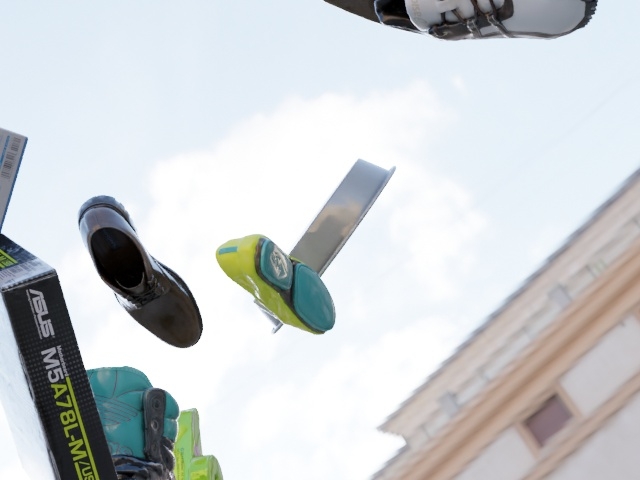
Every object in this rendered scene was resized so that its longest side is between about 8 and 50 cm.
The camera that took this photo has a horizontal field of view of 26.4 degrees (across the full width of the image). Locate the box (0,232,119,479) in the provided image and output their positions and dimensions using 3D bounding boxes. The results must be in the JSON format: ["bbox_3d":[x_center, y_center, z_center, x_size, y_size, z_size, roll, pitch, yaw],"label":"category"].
[{"bbox_3d":[-0.196,0.097,0.946,0.045,0.191,0.184,-21,-75,-20],"label":"box"}]

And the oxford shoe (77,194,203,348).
[{"bbox_3d":[-0.219,0.057,1.646,0.083,0.096,0.227,-35,-64,6],"label":"oxford shoe"}]

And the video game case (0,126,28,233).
[{"bbox_3d":[-0.331,-0.054,1.108,0.166,0.015,0.119,19,-97,-33],"label":"video game case"}]

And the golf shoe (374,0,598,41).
[{"bbox_3d":[0.112,-0.167,0.951,0.094,0.198,0.077,-20,-79,-24],"label":"golf shoe"}]

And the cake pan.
[{"bbox_3d":[0.000,0.000,1.901,0.293,0.054,0.293,-53,2,2],"label":"cake pan"}]

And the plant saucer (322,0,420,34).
[{"bbox_3d":[0.076,-0.276,1.377,0.278,0.278,0.041,28,-102,-47],"label":"plant saucer"}]

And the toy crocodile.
[{"bbox_3d":[-0.157,0.345,1.543,0.115,0.340,0.105,-16,-37,6],"label":"toy crocodile"}]

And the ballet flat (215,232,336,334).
[{"bbox_3d":[-0.056,0.052,1.640,0.077,0.077,0.231,-4,-25,23],"label":"ballet flat"}]

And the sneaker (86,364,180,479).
[{"bbox_3d":[-0.170,0.189,1.056,0.124,0.178,0.295,-8,-1,0],"label":"sneaker"}]
